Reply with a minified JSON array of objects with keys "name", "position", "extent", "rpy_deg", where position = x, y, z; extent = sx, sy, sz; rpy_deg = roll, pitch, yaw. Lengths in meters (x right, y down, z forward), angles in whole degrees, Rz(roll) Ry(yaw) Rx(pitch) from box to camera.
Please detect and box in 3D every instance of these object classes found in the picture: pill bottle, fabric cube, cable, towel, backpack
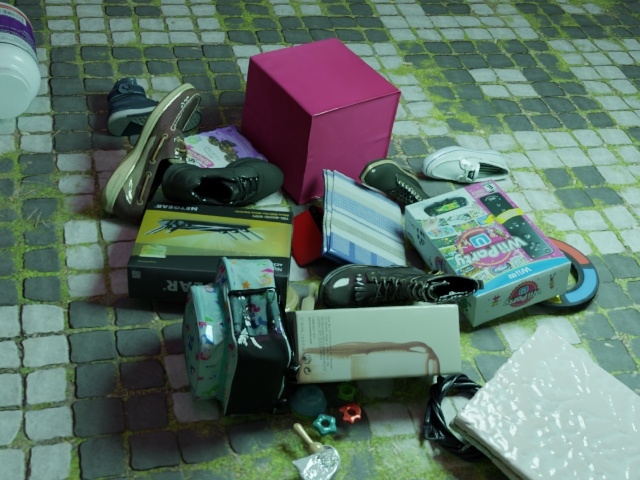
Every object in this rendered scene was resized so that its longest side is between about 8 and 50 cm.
[{"name":"pill bottle","position":[-0.778,-0.432,2.246],"extent":[0.181,0.181,0.323],"rpy_deg":[-6,42,-17]},{"name":"fabric cube","position":[-0.006,-0.281,2.152],"extent":[0.254,0.259,0.258],"rpy_deg":[-20,49,-32]},{"name":"cable","position":[0.263,0.309,1.656],"extent":[0.150,0.047,0.184],"rpy_deg":[14,39,6]},{"name":"towel","position":[0.091,-0.026,1.991],"extent":[0.209,0.034,0.285],"rpy_deg":[25,37,-20]},{"name":"towel","position":[0.431,0.331,1.624],"extent":[0.317,0.053,0.332],"rpy_deg":[39,47,19]},{"name":"backpack","position":[-0.145,0.157,1.621],"extent":[0.191,0.225,0.253],"rpy_deg":[4,45,-11]}]

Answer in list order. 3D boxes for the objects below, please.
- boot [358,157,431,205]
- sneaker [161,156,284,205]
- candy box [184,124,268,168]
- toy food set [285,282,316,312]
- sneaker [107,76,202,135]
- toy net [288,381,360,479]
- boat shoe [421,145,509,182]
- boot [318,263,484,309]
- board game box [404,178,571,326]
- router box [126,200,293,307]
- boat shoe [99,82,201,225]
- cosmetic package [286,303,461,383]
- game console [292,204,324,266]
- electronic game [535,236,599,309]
[{"name":"boot","position":[0.188,-0.111,2.081],"extent":[0.198,0.077,0.137],"rpy_deg":[6,35,-48]},{"name":"sneaker","position":[-0.190,-0.114,1.990],"extent":[0.286,0.109,0.130],"rpy_deg":[-11,20,-35]},{"name":"candy box","position":[-0.246,-0.175,2.123],"extent":[0.196,0.070,0.165],"rpy_deg":[-19,47,-29]},{"name":"toy food set","position":[-0.106,0.123,1.825],"extent":[0.192,0.038,0.132],"rpy_deg":[5,32,4]},{"name":"sneaker","position":[-0.411,-0.336,2.273],"extent":[0.226,0.086,0.163],"rpy_deg":[-4,44,-13]},{"name":"toy net","position":[0.008,0.336,1.581],"extent":[0.122,0.045,0.232],"rpy_deg":[6,41,-6]},{"name":"boat shoe","position":[0.356,-0.179,2.231],"extent":[0.226,0.083,0.076],"rpy_deg":[-9,42,-22]},{"name":"boot","position":[0.150,0.088,1.775],"extent":[0.263,0.091,0.229],"rpy_deg":[-9,4,-23]},{"name":"board game box","position":[0.342,0.018,1.940],"extent":[0.224,0.097,0.303],"rpy_deg":[-18,45,-15]},{"name":"router box","position":[-0.212,0.025,1.852],"extent":[0.308,0.081,0.243],"rpy_deg":[4,33,-2]},{"name":"boat shoe","position":[-0.340,-0.184,2.016],"extent":[0.123,0.123,0.342],"rpy_deg":[29,70,7]},{"name":"cosmetic package","position":[0.088,0.185,1.665],"extent":[0.296,0.153,0.129],"rpy_deg":[-2,84,-11]},{"name":"game console","position":[0.000,0.000,2.004],"extent":[0.124,0.085,0.144],"rpy_deg":[20,28,-39]},{"name":"electronic game","position":[0.484,0.065,1.990],"extent":[0.229,0.048,0.229],"rpy_deg":[5,40,-4]}]
